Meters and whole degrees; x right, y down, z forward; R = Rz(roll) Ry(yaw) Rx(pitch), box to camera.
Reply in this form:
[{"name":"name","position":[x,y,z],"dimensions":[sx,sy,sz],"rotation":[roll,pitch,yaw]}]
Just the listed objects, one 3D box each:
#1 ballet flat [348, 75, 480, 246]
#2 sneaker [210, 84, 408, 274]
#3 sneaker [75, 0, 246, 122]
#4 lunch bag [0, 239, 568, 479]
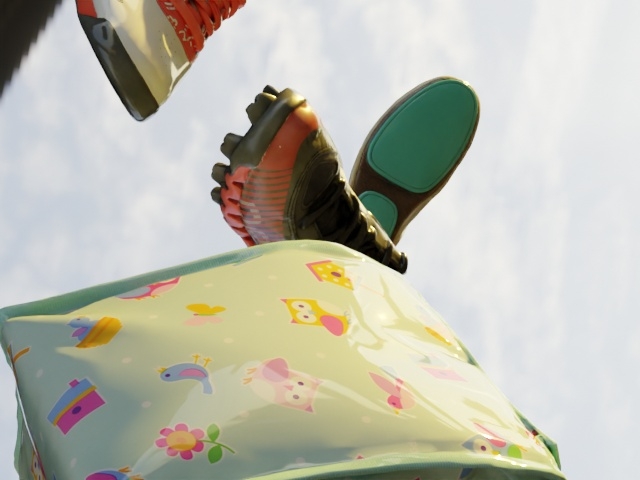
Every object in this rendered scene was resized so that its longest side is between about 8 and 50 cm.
[{"name":"ballet flat","position":[0.054,-0.041,1.724],"dimensions":[0.248,0.086,0.086],"rotation":[-54,-36,-18]},{"name":"sneaker","position":[0.000,0.000,1.373],"dimensions":[0.097,0.135,0.276],"rotation":[-49,-25,-27]},{"name":"sneaker","position":[-0.084,-0.179,1.321],"dimensions":[0.270,0.145,0.090],"rotation":[-102,-13,-64]},{"name":"lunch bag","position":[-0.021,0.114,1.044],"dimensions":[0.262,0.223,0.160],"rotation":[-11,-58,-19]}]
